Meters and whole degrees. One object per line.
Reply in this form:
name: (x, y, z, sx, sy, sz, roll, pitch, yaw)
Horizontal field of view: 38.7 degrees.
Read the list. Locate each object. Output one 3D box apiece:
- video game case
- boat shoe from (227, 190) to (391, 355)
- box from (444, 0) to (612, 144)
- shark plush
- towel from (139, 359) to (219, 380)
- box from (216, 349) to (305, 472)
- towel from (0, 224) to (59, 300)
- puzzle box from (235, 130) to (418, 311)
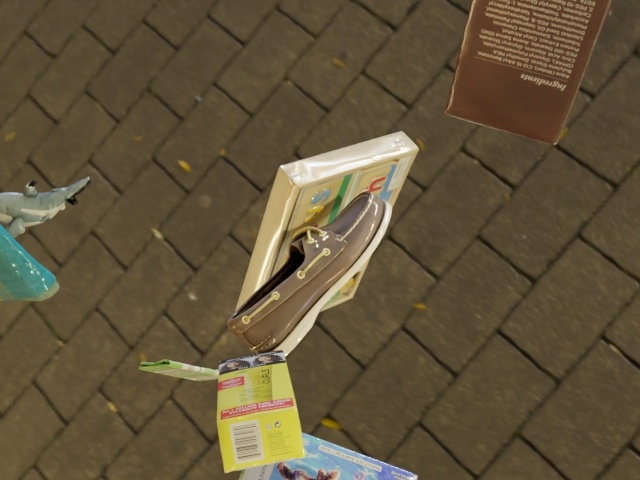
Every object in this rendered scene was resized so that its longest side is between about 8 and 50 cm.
video game case: (-0.010, 0.443, 1.440, 0.269, 0.061, 0.244, 21, 79, -7)
boat shoe: (-0.014, 0.039, 1.418, 0.324, 0.096, 0.116, -51, 17, -12)
box: (0.241, -0.309, 0.917, 0.143, 0.381, 0.191, 16, 47, 10)
shark plush: (-0.414, -0.056, 1.321, 0.161, 0.067, 0.073, -12, 32, 7)
towel: (-0.267, 0.255, 1.807, 0.113, 0.152, 0.023, -14, 65, 43)
box: (-0.070, 0.182, 1.008, 0.087, 0.232, 0.058, -9, 99, -3)
towel: (-0.561, -0.050, 1.319, 0.271, 0.370, 0.040, -6, 38, 45)
puzzle box: (0.000, 0.000, 1.620, 0.052, 0.272, 0.409, 50, 141, 27)
